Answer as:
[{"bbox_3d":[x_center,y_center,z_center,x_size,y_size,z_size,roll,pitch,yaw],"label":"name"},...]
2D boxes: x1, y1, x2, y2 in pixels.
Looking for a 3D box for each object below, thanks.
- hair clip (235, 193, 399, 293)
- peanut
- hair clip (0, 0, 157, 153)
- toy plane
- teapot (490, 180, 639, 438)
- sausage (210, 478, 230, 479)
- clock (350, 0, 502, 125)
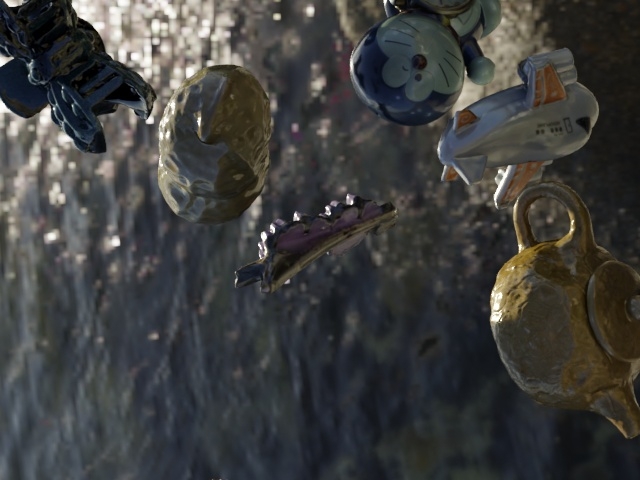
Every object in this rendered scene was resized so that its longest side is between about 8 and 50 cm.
[{"bbox_3d":[0.000,0.000,1.968,0.084,0.292,0.106,35,137,38],"label":"hair clip"},{"bbox_3d":[-0.109,-0.101,1.409,0.298,0.120,0.136,119,165,-77],"label":"peanut"},{"bbox_3d":[-0.396,-0.283,2.053,0.310,0.194,0.206,55,159,-11],"label":"hair clip"},{"bbox_3d":[0.258,-0.139,1.721,0.117,0.244,0.245,55,136,37],"label":"toy plane"},{"bbox_3d":[0.308,0.078,1.547,0.167,0.203,0.311,-19,84,44],"label":"teapot"},{"bbox_3d":[-0.022,0.168,0.746,0.116,0.026,0.026,31,120,34],"label":"sausage"},{"bbox_3d":[0.146,-0.264,1.835,0.199,0.243,0.146,34,150,4],"label":"clock"}]
